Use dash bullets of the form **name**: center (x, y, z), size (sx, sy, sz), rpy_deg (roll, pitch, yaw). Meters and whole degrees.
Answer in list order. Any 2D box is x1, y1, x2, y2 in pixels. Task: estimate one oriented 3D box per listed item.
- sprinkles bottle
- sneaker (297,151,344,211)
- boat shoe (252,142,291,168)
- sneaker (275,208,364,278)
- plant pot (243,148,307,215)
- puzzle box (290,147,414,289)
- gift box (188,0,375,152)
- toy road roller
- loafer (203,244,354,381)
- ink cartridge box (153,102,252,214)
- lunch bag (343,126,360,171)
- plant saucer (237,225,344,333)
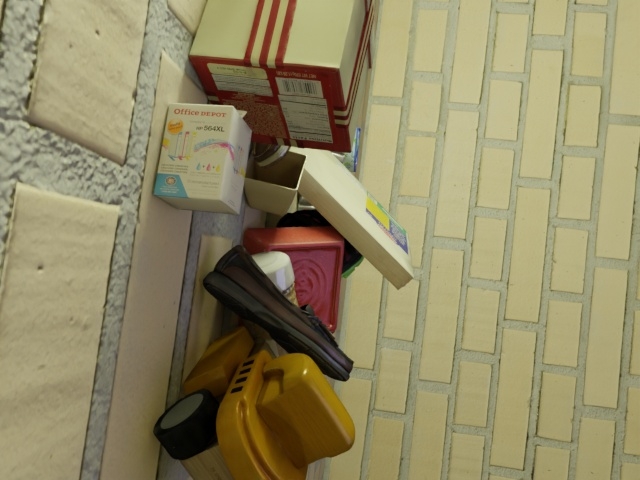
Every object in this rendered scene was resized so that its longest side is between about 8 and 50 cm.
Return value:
- **sprinkles bottle**: center (-0.081, 0.203, 1.107), size (0.121, 0.121, 0.355), rpy_deg (-64, 144, -66)
- **sneaker**: center (-0.002, -0.194, 1.677), size (0.180, 0.124, 0.321), rpy_deg (-73, 178, -68)
- **boat shoe**: center (-0.097, -0.252, 1.106), size (0.095, 0.095, 0.257), rpy_deg (42, 41, -33)
- **sneaker**: center (0.000, 0.000, 1.407), size (0.483, 0.185, 0.202), rpy_deg (-59, 149, -47)
- **plant pot**: center (-0.094, -0.114, 1.138), size (0.096, 0.109, 0.109), rpy_deg (103, 1, -48)
- **puzzle box**: center (0.064, -0.089, 1.351), size (0.052, 0.409, 0.272), rpy_deg (-41, -167, 19)
- **gift box**: center (-0.032, -0.318, 0.880), size (0.276, 0.255, 0.258), rpy_deg (85, 16, -68)
- **toy road roller**: center (-0.072, 0.259, 0.888), size (0.202, 0.240, 0.329), rpy_deg (59, 15, -12)
- **loafer**: center (-0.052, 0.123, 0.965), size (0.095, 0.302, 0.109), rpy_deg (-58, -166, -24)
- **ink cartridge box**: center (-0.153, -0.116, 0.764), size (0.090, 0.092, 0.143), rpy_deg (48, 47, -77)
- **lunch bag**: center (0.064, -0.309, 1.915), size (0.096, 0.128, 0.151), rpy_deg (-32, 127, -78)
- **plant saucer**: center (-0.048, 0.102, 1.219), size (0.259, 0.047, 0.258), rpy_deg (-2, 102, -39)
